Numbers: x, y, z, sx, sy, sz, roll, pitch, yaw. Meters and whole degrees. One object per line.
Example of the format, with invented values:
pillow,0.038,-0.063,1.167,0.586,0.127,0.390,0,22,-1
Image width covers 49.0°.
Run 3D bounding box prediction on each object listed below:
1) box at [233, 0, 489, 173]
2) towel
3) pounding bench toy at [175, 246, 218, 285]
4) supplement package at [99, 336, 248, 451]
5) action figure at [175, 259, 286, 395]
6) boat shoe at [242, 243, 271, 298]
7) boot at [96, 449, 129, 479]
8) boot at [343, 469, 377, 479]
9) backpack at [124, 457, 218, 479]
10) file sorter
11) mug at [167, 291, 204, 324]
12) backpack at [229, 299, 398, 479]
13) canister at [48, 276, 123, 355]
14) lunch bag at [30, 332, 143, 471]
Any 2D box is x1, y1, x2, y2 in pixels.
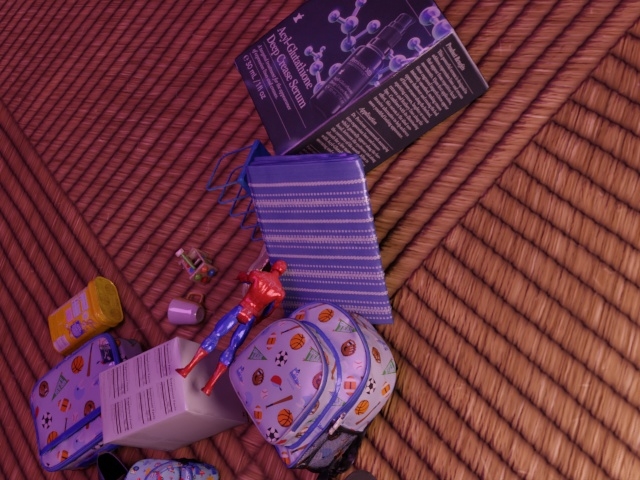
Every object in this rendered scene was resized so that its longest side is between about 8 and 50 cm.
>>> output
box,0.073,-0.330,1.396,0.395,0.212,0.293,-34,57,15
towel,0.000,0.000,1.305,0.243,0.040,0.336,0,115,30
pounding bench toy,-0.275,0.055,1.539,0.052,0.083,0.065,-47,55,8
supplement package,-0.289,0.309,1.384,0.203,0.194,0.149,-25,60,21
action figure,-0.160,0.151,1.326,0.280,0.091,0.139,-52,10,-15
boat shoe,-0.111,0.063,1.457,0.048,0.056,0.153,19,75,39
boot,-0.404,0.527,1.414,0.082,0.106,0.219,-25,52,-22
boot,-0.007,0.506,1.157,0.229,0.091,0.263,-35,30,61
backpack,-0.290,0.491,1.331,0.117,0.173,0.158,-6,68,29
file sorter,-0.134,-0.096,1.444,0.105,0.170,0.118,-13,43,33
mug,-0.286,0.149,1.528,0.064,0.062,0.078,5,81,24
backpack,-0.010,0.239,1.239,0.263,0.213,0.276,-45,55,4
canister,-0.561,0.182,1.672,0.170,0.073,0.126,-34,58,18
lunch bag,-0.497,0.359,1.537,0.303,0.115,0.243,-36,56,20
